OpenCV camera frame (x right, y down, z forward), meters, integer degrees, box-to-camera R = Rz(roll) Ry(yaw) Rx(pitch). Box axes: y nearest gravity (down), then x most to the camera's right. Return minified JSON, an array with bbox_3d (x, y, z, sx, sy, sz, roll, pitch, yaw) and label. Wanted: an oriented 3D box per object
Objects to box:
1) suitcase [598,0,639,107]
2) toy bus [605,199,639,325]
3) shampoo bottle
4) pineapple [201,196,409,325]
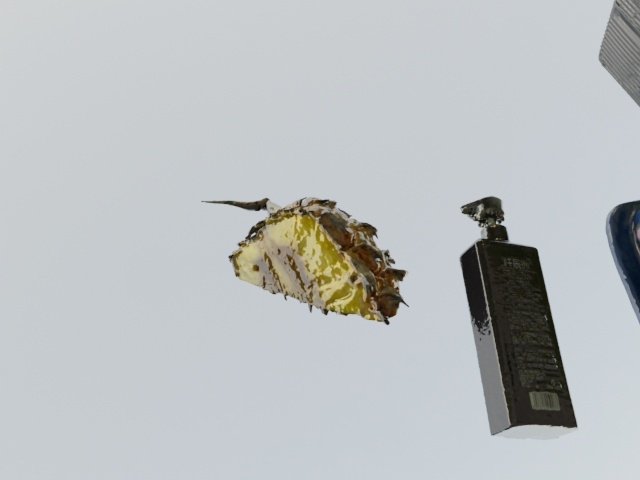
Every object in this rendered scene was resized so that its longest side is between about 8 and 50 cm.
[{"bbox_3d":[0.598,-0.307,1.246,0.152,0.335,0.230,-7,-46,-11],"label":"suitcase"},{"bbox_3d":[0.328,-0.006,0.418,0.287,0.175,0.138,-11,-107,-19],"label":"toy bus"},{"bbox_3d":[0.233,0.083,0.951,0.098,0.071,0.310,8,-120,-21],"label":"shampoo bottle"},{"bbox_3d":[-0.001,-0.005,1.115,0.161,0.334,0.158,-32,-64,-35],"label":"pineapple"}]
